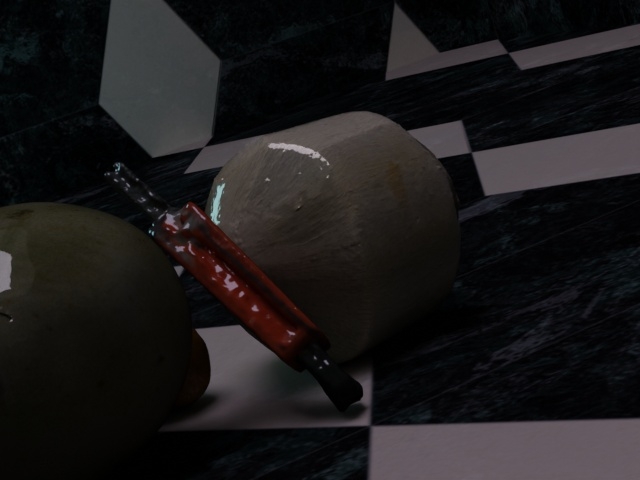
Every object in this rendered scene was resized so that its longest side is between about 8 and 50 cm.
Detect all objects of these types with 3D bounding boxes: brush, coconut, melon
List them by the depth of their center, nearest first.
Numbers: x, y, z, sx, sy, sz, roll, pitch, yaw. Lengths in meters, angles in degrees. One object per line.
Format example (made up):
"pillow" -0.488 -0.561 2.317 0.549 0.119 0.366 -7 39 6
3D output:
"melon" -0.272 0.109 1.362 0.330 0.268 0.268 -32 17 -37
"brush" -0.079 0.031 1.403 0.051 0.323 0.070 -48 -17 0
"coconut" 0.000 0.000 1.537 0.266 0.237 0.237 -25 13 -34

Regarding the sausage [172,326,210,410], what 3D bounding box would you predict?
"sausage" -0.223 0.135 1.589 0.271 0.108 0.109 -11 13 33
